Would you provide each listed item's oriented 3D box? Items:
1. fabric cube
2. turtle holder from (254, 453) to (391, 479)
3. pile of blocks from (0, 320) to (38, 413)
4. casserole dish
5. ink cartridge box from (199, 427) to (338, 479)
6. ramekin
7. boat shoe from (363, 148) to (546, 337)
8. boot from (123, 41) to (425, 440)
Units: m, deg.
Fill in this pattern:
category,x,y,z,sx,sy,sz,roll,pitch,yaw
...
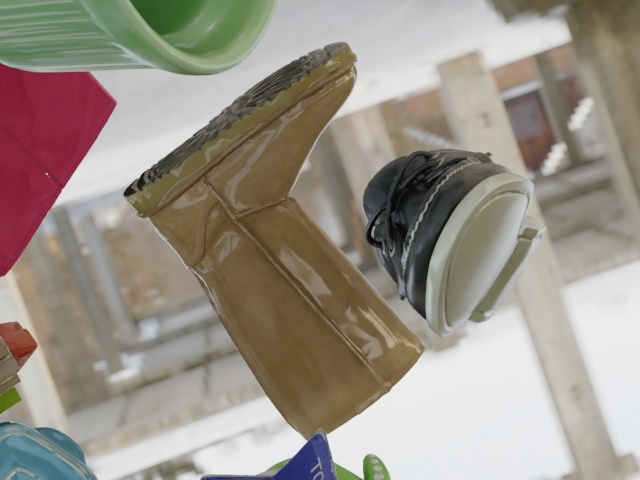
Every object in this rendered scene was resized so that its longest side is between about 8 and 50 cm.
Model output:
category,x,y,z,sx,sy,sz,roll,pitch,yaw
fabric cube,-0.437,-0.152,2.044,0.254,0.259,0.258,23,165,30
turtle holder,-0.015,0.406,1.975,0.243,0.320,0.227,2,-162,37
pile of blocks,-0.304,0.131,1.648,0.113,0.149,0.362,-33,-169,-13
casserole dish,-0.239,0.216,1.357,0.188,0.114,0.037,-56,-179,-25
ink cartridge box,-0.080,0.352,1.351,0.071,0.324,0.330,14,133,-30
ramekin,-0.151,-0.252,1.203,0.148,0.303,0.303,-4,-170,25
boat shoe,0.086,-0.012,1.319,0.127,0.113,0.340,-59,168,7
boot,0.000,0.000,1.528,0.236,0.269,0.089,-35,-163,10
